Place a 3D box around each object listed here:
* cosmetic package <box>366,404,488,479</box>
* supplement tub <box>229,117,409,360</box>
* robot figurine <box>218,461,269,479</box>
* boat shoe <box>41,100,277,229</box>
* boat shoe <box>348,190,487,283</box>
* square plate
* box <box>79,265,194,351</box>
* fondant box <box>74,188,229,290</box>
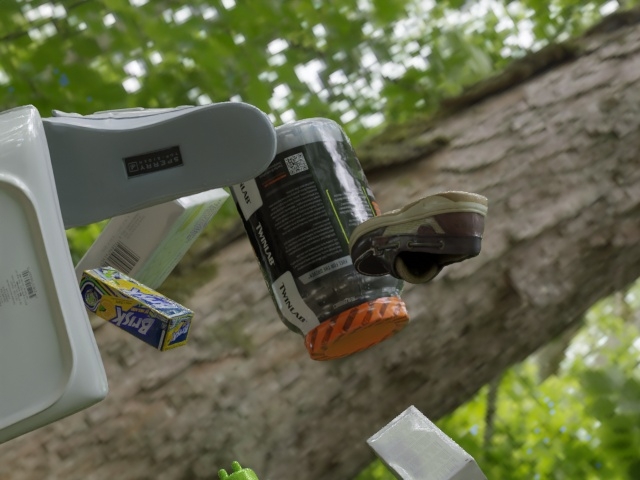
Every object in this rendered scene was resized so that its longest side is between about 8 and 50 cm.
[{"bbox_3d":[0.162,0.341,1.943,0.060,0.099,0.239,54,-7,-20],"label":"cosmetic package"},{"bbox_3d":[0.000,0.000,1.943,0.338,0.207,0.207,68,-29,18],"label":"supplement tub"},{"bbox_3d":[-0.120,0.412,2.015,0.115,0.101,0.067,55,-12,25],"label":"robot figurine"},{"bbox_3d":[-0.237,-0.101,1.494,0.156,0.367,0.135,-127,-155,-82],"label":"boat shoe"},{"bbox_3d":[0.122,0.012,1.675,0.285,0.103,0.092,-27,-125,56],"label":"boat shoe"},{"bbox_3d":[-0.388,0.079,1.240,0.049,0.344,0.347,23,-51,52],"label":"square plate"},{"bbox_3d":[-0.264,0.096,1.793,0.169,0.059,0.054,25,-71,27],"label":"box"},{"bbox_3d":[-0.301,-0.009,2.268,0.096,0.238,0.330,39,10,2],"label":"fondant box"}]
